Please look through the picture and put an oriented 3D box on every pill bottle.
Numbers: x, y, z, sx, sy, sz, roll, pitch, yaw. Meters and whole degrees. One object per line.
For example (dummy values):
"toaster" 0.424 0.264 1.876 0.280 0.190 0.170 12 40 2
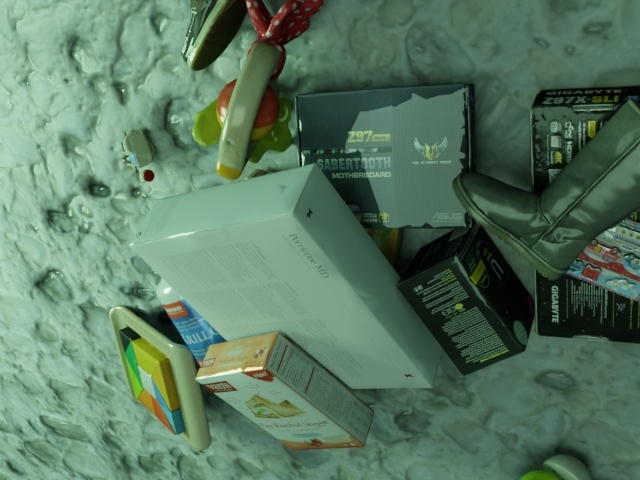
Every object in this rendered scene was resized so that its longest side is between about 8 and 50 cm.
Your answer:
"pill bottle" -0.188 0.097 1.209 0.124 0.124 0.221 -22 105 31

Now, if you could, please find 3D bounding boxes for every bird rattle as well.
"bird rattle" -0.077 -0.191 0.974 0.143 0.206 0.253 24 134 -10

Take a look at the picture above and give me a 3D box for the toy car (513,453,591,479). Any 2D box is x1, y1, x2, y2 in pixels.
"toy car" 0.358 0.424 1.139 0.182 0.159 0.136 43 161 -2

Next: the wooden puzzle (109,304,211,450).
"wooden puzzle" -0.296 0.246 1.338 0.239 0.044 0.220 18 125 43

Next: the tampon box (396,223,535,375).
"tampon box" 0.205 0.077 1.023 0.101 0.120 0.161 -31 100 34

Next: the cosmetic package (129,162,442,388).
"cosmetic package" -0.036 0.075 1.050 0.285 0.097 0.377 -7 136 36

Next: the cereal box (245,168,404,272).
"cereal box" 0.000 0.000 1.119 0.240 0.047 0.172 15 121 17

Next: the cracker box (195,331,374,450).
"cracker box" -0.052 0.235 1.130 0.156 0.067 0.232 -17 130 41

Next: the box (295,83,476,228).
"box" 0.087 -0.109 0.988 0.233 0.059 0.183 1 101 20

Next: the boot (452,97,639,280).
"boot" 0.280 -0.075 0.849 0.190 0.076 0.208 38 127 1

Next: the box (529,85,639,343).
"box" 0.393 -0.024 0.913 0.257 0.079 0.321 1 116 22

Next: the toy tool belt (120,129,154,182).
"toy tool belt" -0.290 -0.134 1.187 0.051 0.052 0.083 11 121 56

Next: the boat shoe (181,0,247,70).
"boat shoe" -0.135 -0.334 0.993 0.073 0.080 0.223 38 119 9

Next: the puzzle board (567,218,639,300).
"puzzle board" 0.340 0.012 0.903 0.128 0.011 0.096 22 123 12
